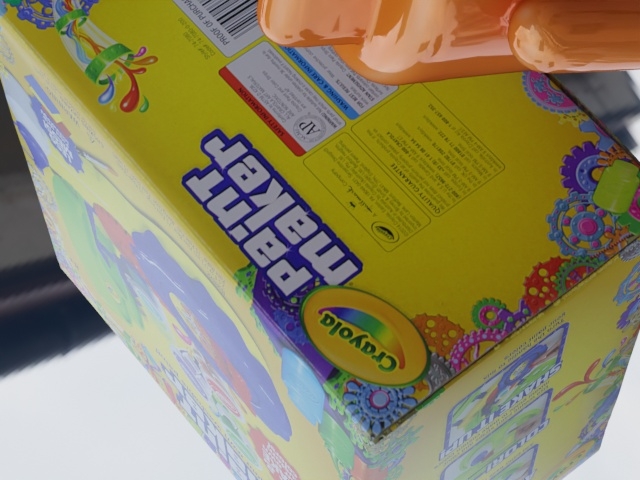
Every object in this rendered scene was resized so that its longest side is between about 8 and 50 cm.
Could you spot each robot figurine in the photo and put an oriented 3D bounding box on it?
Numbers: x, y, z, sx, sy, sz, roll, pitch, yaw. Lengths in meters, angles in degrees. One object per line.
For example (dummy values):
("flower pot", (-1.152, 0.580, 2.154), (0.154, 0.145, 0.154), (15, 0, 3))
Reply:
("robot figurine", (0.075, -0.127, 0.640), (0.158, 0.219, 0.128), (-161, 65, -66))

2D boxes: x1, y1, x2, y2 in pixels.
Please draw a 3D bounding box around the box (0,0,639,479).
("box", (0.000, 0.000, 0.872), (0.290, 0.177, 0.279), (47, 162, 23))
